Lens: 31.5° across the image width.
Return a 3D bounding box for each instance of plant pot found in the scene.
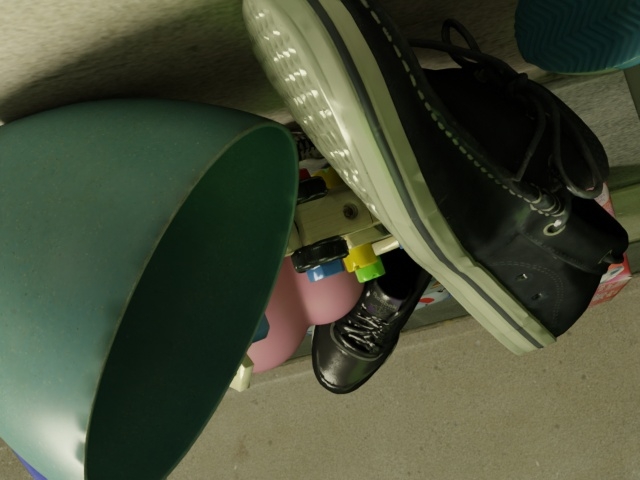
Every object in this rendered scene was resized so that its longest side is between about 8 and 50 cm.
[{"bbox_3d":[-0.167,0.019,0.803,0.196,0.290,0.290,23,176,13],"label":"plant pot"}]

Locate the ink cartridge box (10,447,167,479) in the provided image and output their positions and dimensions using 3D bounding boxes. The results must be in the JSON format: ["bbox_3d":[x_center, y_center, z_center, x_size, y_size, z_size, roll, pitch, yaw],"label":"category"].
[{"bbox_3d":[-0.298,0.148,1.138,0.072,0.303,0.307,-40,169,0],"label":"ink cartridge box"}]

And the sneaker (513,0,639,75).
[{"bbox_3d":[0.236,-0.163,0.735,0.229,0.087,0.092,-18,171,33],"label":"sneaker"}]

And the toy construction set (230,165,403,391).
[{"bbox_3d":[0.000,0.000,1.045,0.328,0.151,0.215,-36,-173,-33],"label":"toy construction set"}]

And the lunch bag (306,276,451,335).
[{"bbox_3d":[0.065,0.040,1.512,0.243,0.114,0.303,-17,168,8],"label":"lunch bag"}]

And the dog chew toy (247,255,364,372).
[{"bbox_3d":[-0.104,0.063,1.221,0.332,0.206,0.206,-20,170,-3],"label":"dog chew toy"}]

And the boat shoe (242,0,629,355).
[{"bbox_3d":[0.104,-0.060,0.804,0.156,0.186,0.500,-41,146,7],"label":"boat shoe"}]

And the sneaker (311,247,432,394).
[{"bbox_3d":[0.060,0.065,1.293,0.283,0.107,0.124,-62,178,19],"label":"sneaker"}]

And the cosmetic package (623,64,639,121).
[{"bbox_3d":[0.378,-0.115,0.973,0.151,0.151,0.184,-23,165,38],"label":"cosmetic package"}]

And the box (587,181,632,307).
[{"bbox_3d":[0.340,0.018,1.609,0.142,0.154,0.300,-15,170,7],"label":"box"}]

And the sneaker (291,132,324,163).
[{"bbox_3d":[-0.013,-0.085,0.990,0.037,0.031,0.083,-22,176,33],"label":"sneaker"}]
